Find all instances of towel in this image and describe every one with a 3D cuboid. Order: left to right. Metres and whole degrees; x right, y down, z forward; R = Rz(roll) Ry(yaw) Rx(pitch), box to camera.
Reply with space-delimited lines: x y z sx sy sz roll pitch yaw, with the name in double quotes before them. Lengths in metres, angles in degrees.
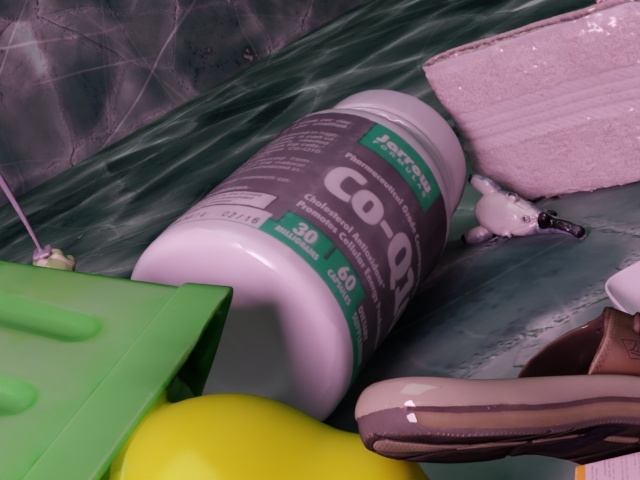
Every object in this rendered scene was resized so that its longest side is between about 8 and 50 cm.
"towel" 0.252 -0.132 1.035 0.282 0.187 0.049 -11 26 41

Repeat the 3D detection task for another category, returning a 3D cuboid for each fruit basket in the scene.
"fruit basket" -0.113 0.189 0.602 0.392 0.283 0.392 15 29 -9

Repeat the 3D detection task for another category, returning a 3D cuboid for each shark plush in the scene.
"shark plush" 0.206 -0.033 1.035 0.067 0.073 0.161 0 -1 -28

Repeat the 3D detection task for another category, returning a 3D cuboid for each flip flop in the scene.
"flip flop" 0.142 0.075 0.559 0.277 0.080 0.112 4 -26 -26

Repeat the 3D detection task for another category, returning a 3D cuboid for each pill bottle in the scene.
"pill bottle" 0.000 0.000 0.961 0.204 0.204 0.361 -14 21 33

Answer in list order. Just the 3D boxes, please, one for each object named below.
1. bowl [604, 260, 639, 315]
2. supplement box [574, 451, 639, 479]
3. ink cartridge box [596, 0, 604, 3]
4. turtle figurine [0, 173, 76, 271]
"bowl" 0.282 0.043 0.703 0.142 0.053 0.142 -25 16 1
"supplement box" 0.188 0.140 0.531 0.098 0.062 0.036 -19 17 21
"ink cartridge box" 0.434 -0.257 1.193 0.218 0.159 0.092 -38 20 -34
"turtle figurine" -0.370 0.075 1.131 0.198 0.274 0.266 -54 -1 -27
